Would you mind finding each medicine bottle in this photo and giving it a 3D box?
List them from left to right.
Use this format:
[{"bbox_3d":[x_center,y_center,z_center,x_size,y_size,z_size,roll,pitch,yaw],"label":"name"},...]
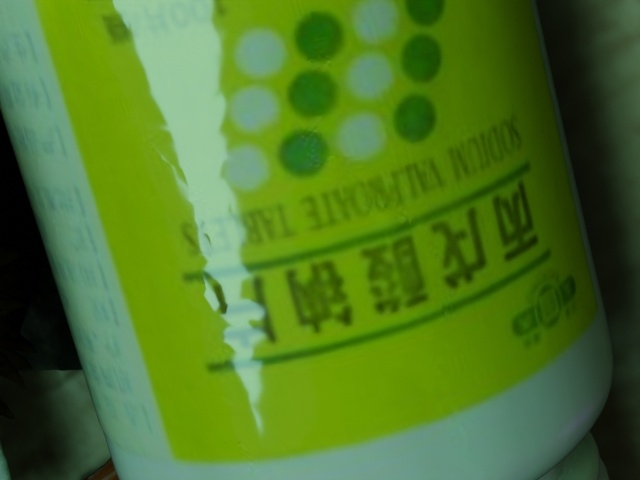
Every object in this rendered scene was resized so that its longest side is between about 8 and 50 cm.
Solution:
[{"bbox_3d":[0.000,0.000,0.655,0.213,0.213,0.378,-3,111,36],"label":"medicine bottle"}]

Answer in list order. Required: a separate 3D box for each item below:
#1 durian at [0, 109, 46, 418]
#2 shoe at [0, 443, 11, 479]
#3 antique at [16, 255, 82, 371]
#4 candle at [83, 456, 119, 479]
[{"bbox_3d":[-0.263,0.025,0.645,0.347,0.347,0.384,-3,124,36],"label":"durian"},{"bbox_3d":[-0.293,0.032,0.949,0.160,0.132,0.363,-19,93,61],"label":"shoe"},{"bbox_3d":[-0.138,0.013,0.841,0.183,0.086,0.088,-5,108,37],"label":"antique"},{"bbox_3d":[-0.126,0.141,0.940,0.167,0.021,0.026,-40,60,42],"label":"candle"}]
